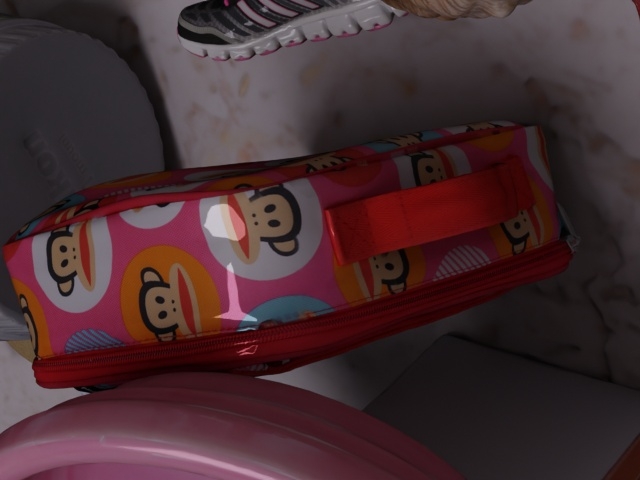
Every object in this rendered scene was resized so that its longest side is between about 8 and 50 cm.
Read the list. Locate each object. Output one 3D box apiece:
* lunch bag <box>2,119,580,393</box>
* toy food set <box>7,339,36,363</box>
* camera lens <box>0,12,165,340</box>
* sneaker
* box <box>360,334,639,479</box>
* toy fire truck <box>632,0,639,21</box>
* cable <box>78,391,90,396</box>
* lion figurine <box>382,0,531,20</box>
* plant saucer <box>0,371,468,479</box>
[{"bbox_3d":[0.000,0.000,1.089,0.258,0.293,0.120,-11,92,43],"label":"lunch bag"},{"bbox_3d":[-0.202,0.047,1.479,0.192,0.038,0.132,-2,124,34],"label":"toy food set"},{"bbox_3d":[-0.272,-0.046,1.332,0.274,0.219,0.219,4,121,37],"label":"camera lens"},{"bbox_3d":[-0.021,-0.157,1.166,0.170,0.063,0.075,-7,114,37],"label":"sneaker"},{"bbox_3d":[0.104,0.272,1.248,0.168,0.215,0.345,15,127,31],"label":"box"},{"bbox_3d":[0.278,-0.098,0.904,0.302,0.169,0.254,-13,91,43],"label":"toy fire truck"},{"bbox_3d":[-0.074,0.154,1.327,0.257,0.089,0.257,58,168,-22],"label":"cable"},{"bbox_3d":[-0.013,-0.216,0.986,0.392,0.240,0.142,17,128,31],"label":"lion figurine"},{"bbox_3d":[-0.025,0.177,1.014,0.332,0.084,0.332,14,142,11],"label":"plant saucer"}]
